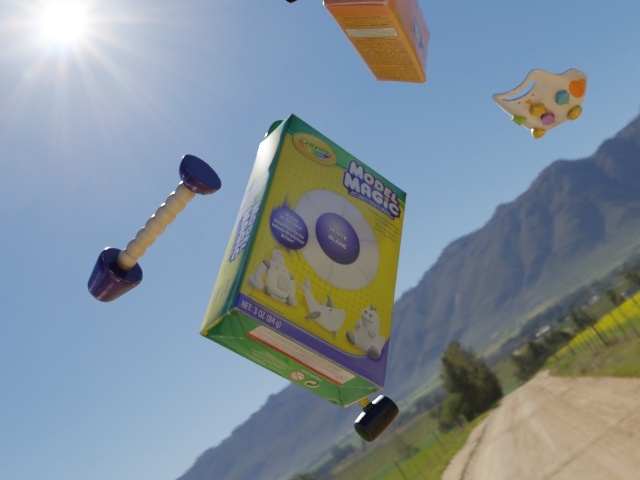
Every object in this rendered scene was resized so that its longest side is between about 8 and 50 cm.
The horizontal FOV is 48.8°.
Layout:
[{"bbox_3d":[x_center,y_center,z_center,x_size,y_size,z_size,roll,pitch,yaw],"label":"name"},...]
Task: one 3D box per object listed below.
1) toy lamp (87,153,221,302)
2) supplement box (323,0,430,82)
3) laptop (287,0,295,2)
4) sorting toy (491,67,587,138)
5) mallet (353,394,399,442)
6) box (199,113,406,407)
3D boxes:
[{"bbox_3d":[-0.259,-0.008,1.070,0.274,0.080,0.080,-44,-19,22],"label":"toy lamp"},{"bbox_3d":[0.077,-0.267,0.856,0.080,0.078,0.233,3,-8,21],"label":"supplement box"},{"bbox_3d":[-0.027,-0.374,0.568,0.264,0.234,0.136,-54,0,-26],"label":"laptop"},{"bbox_3d":[0.211,-0.141,0.700,0.075,0.045,0.083,19,-34,-36],"label":"sorting toy"},{"bbox_3d":[0.041,0.179,0.961,0.062,0.190,0.039,-30,3,-29],"label":"mallet"},{"bbox_3d":[0.000,0.000,0.441,0.105,0.179,0.043,31,-45,-23],"label":"box"}]
